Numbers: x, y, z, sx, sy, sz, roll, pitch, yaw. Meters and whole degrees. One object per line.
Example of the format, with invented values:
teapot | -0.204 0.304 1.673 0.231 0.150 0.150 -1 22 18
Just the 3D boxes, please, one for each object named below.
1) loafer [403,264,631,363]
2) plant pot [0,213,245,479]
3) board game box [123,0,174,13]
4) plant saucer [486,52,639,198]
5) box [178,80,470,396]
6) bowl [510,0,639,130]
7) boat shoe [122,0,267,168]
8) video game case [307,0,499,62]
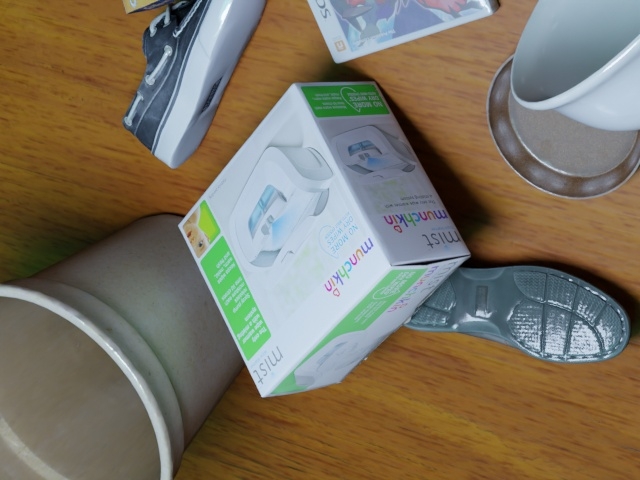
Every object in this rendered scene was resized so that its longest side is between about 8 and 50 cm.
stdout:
loafer | 0.207 0.071 1.764 0.267 0.084 0.096 10 90 23
plant pot | -0.233 0.129 1.911 0.333 0.305 0.334 16 124 24
board game box | -0.174 -0.367 1.689 0.165 0.042 0.243 -8 98 54
plant saucer | 0.247 -0.122 1.643 0.168 0.029 0.168 16 124 25
box | 0.000 0.000 1.758 0.262 0.126 0.231 -46 61 41
bowl | 0.309 -0.199 1.419 0.134 0.298 0.298 36 133 -15
boat shoe | -0.144 -0.210 1.795 0.102 0.108 0.301 36 137 7
video game case | 0.060 -0.287 1.669 0.201 0.023 0.183 -14 109 37
